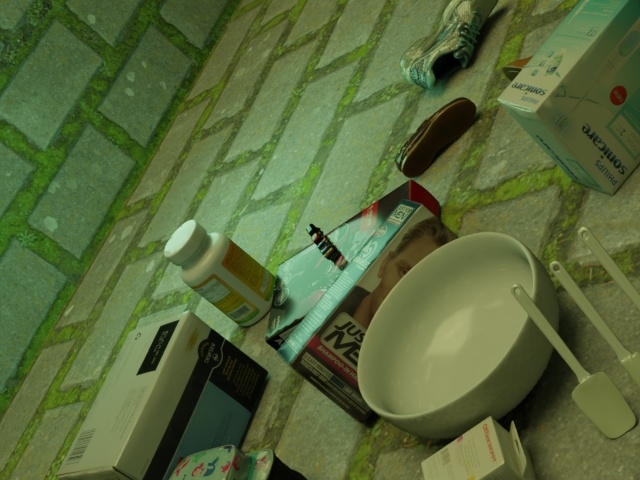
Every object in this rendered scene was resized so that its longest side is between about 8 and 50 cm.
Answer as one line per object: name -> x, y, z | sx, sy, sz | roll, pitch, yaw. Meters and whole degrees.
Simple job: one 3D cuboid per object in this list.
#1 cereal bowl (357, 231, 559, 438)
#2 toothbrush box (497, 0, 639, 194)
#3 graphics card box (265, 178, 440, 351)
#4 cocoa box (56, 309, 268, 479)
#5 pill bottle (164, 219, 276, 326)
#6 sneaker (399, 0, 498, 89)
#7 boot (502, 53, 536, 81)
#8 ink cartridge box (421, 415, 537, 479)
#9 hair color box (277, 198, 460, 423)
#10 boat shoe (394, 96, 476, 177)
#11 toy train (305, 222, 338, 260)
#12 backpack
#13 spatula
cereal bowl -> 0.224, 0.159, 1.541 | 0.339, 0.141, 0.339 | -37, 28, 23
toothbrush box -> 0.468, -0.259, 1.643 | 0.295, 0.216, 0.126 | -49, 26, -1
graphics card box -> 0.062, 0.062, 1.981 | 0.371, 0.094, 0.233 | -34, 30, 30
cocoa box -> -0.300, 0.356, 1.989 | 0.231, 0.228, 0.347 | -20, 38, 45
pill bottle -> -0.219, 0.067, 2.232 | 0.136, 0.245, 0.136 | -36, 29, 24
sneaker -> 0.315, -0.447, 2.297 | 0.283, 0.110, 0.122 | -49, 44, 6
boot -> 0.459, -0.365, 1.969 | 0.197, 0.073, 0.152 | 11, 64, 47
ink cartridge box -> 0.224, 0.318, 1.383 | 0.143, 0.090, 0.092 | -38, 28, 19
hair color box -> 0.107, 0.117, 1.730 | 0.347, 0.174, 0.105 | -51, 15, -4
boat shoe -> 0.233, -0.223, 2.121 | 0.207, 0.073, 0.073 | -43, 28, 11
toy train -> 0.000, 0.000, 2.011 | 0.027, 0.036, 0.158 | -46, 25, 4
backpack -> -0.168, 0.465, 1.702 | 0.253, 0.191, 0.225 | -26, 35, 48
spatula -> 0.366, 0.118, 1.333 | 0.168, 0.242, 0.019 | -42, -16, 20
